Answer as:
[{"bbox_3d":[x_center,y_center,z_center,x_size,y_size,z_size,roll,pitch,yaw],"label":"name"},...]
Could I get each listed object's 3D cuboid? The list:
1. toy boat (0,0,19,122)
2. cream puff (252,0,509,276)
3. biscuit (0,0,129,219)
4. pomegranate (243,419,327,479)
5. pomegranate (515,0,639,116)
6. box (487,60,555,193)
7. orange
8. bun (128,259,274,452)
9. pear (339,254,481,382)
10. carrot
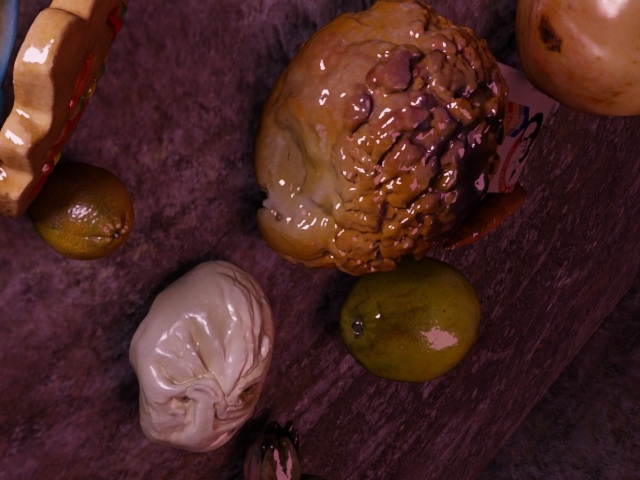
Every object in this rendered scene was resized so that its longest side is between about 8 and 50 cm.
[{"bbox_3d":[-0.249,-0.103,0.546,0.088,0.102,0.215,-6,122,-58],"label":"toy boat"},{"bbox_3d":[0.081,-0.102,0.932,0.343,0.231,0.327,-58,155,0],"label":"cream puff"},{"bbox_3d":[-0.192,-0.108,0.590,0.239,0.041,0.212,-60,-164,27],"label":"biscuit"},{"bbox_3d":[-0.059,0.454,1.256,0.285,0.285,0.341,-23,110,-47],"label":"pomegranate"},{"bbox_3d":[0.468,-0.336,1.185,0.342,0.342,0.343,-38,146,-32],"label":"pomegranate"},{"bbox_3d":[0.280,-0.188,1.332,0.353,0.069,0.214,-5,122,-58],"label":"box"},{"bbox_3d":[-0.206,-0.024,0.693,0.085,0.095,0.085,-31,135,-37],"label":"orange"},{"bbox_3d":[-0.126,0.145,0.938,0.229,0.145,0.229,-34,140,-35],"label":"bun"},{"bbox_3d":[0.144,0.124,1.268,0.269,0.212,0.212,3,116,-42],"label":"pear"},{"bbox_3d":[0.314,-0.040,1.539,0.248,0.059,0.059,-36,144,-29],"label":"carrot"}]
